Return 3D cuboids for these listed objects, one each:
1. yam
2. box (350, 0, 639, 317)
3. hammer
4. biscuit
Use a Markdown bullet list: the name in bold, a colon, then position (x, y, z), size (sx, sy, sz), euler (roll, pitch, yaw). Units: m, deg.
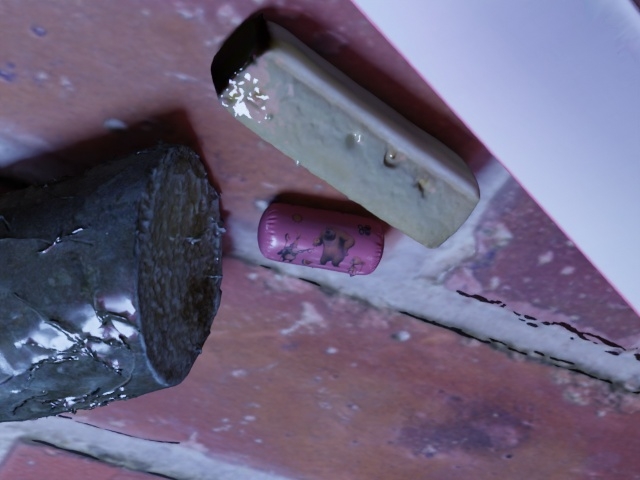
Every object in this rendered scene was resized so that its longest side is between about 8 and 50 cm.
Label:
- **yam**: position (-0.183, 0.039, 0.953), size (0.255, 0.154, 0.154), euler (-14, 135, 10)
- **box**: position (0.174, -0.191, 0.590), size (0.300, 0.314, 0.312), euler (-28, 130, 23)
- **hammer**: position (0.000, 0.000, 0.987), size (0.083, 0.043, 0.043), euler (10, 136, -13)
- **biscuit**: position (0.018, -0.063, 0.913), size (0.188, 0.052, 0.056), euler (33, 111, -32)
